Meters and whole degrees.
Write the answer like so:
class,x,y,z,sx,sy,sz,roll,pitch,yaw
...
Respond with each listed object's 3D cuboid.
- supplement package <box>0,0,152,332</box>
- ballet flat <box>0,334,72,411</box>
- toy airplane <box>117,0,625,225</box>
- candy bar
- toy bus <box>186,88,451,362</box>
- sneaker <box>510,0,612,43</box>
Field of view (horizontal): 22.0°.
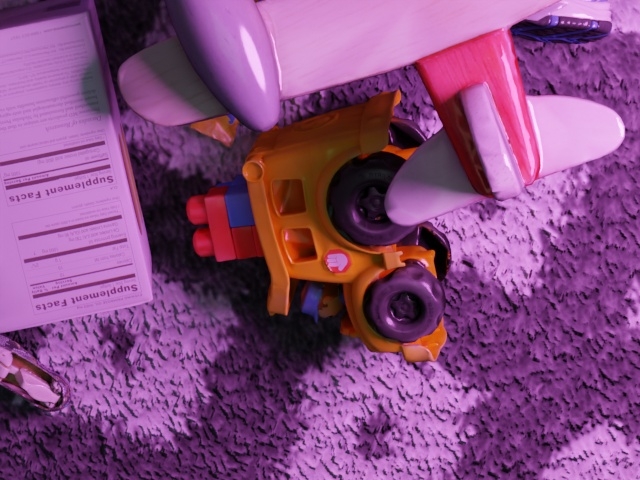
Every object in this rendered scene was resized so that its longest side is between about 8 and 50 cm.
class,x,y,z,sx,sy,sz,roll,pitch,yaw
supplement package,-0.228,-0.067,1.363,0.134,0.139,0.244,-12,107,-3
ballet flat,-0.270,0.116,1.457,0.114,0.041,0.041,33,98,-14
toy airplane,0.077,-0.204,1.214,0.384,0.272,0.386,26,84,19
candy bar,-0.062,-0.161,1.421,0.040,0.018,0.161,23,101,-12
toy bus,0.000,0.000,1.415,0.211,0.149,0.220,-11,109,9
sneaker,0.146,-0.221,1.411,0.211,0.080,0.081,6,82,-9
